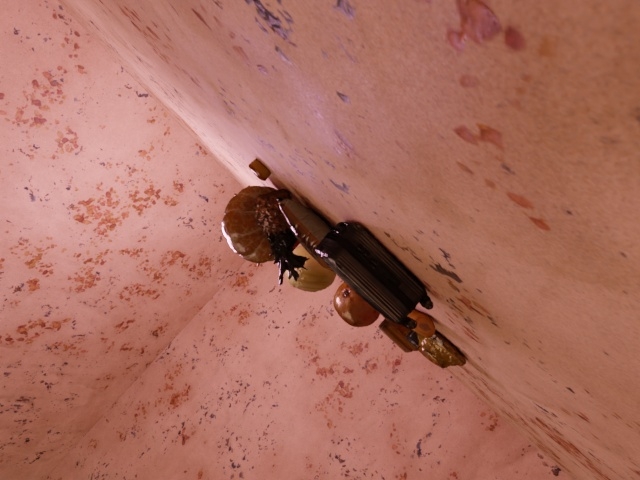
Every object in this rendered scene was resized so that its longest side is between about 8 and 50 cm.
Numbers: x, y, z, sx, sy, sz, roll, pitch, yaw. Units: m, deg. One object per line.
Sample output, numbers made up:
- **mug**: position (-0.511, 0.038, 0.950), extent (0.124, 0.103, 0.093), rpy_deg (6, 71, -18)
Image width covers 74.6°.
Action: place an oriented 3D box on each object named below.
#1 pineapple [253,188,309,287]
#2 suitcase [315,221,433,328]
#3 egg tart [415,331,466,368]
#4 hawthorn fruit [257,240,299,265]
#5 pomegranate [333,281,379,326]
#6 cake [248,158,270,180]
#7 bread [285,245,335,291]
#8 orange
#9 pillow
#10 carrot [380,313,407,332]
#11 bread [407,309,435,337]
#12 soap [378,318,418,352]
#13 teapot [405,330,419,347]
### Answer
- **pineapple**: position (-0.146, -0.010, 1.603), extent (0.165, 0.165, 0.365), rpy_deg (-148, 41, -66)
- **suitcase**: position (0.135, 0.089, 1.113), extent (0.312, 0.128, 0.202), rpy_deg (44, 175, -12)
- **egg tart**: position (0.478, 0.445, 1.719), extent (0.241, 0.106, 0.241), rpy_deg (41, 171, 8)
- **hawthorn fruit**: position (-0.241, -0.016, 2.138), extent (0.287, 0.330, 0.287), rpy_deg (30, 177, 2)
- **pomegranate**: position (0.206, 0.330, 2.166), extent (0.270, 0.229, 0.252), rpy_deg (39, 179, -34)
- **cake**: position (-0.218, -0.251, 1.503), extent (0.084, 0.044, 0.084), rpy_deg (44, 175, 4)
- **bread**: position (-0.062, 0.183, 2.612), extent (0.320, 0.320, 0.237), rpy_deg (44, -166, -25)
- **orange**: position (-0.253, -0.067, 1.757), extent (0.249, 0.329, 0.329), rpy_deg (-1, 142, 51)
- **pillow**: position (0.000, 0.000, 1.464), extent (0.310, 0.119, 0.312), rpy_deg (49, -178, 24)
- **carrot**: position (0.281, 0.261, 1.818), extent (0.258, 0.100, 0.307), rpy_deg (44, -177, -37)
- **bread**: position (0.348, 0.292, 1.535), extent (0.092, 0.074, 0.239), rpy_deg (27, 178, -2)
- **soap**: position (0.426, 0.471, 2.145), extent (0.232, 0.140, 0.073), rpy_deg (43, 179, -6)
- **teapot**: position (0.467, 0.463, 2.036), extent (0.092, 0.091, 0.124), rpy_deg (44, 170, -14)
